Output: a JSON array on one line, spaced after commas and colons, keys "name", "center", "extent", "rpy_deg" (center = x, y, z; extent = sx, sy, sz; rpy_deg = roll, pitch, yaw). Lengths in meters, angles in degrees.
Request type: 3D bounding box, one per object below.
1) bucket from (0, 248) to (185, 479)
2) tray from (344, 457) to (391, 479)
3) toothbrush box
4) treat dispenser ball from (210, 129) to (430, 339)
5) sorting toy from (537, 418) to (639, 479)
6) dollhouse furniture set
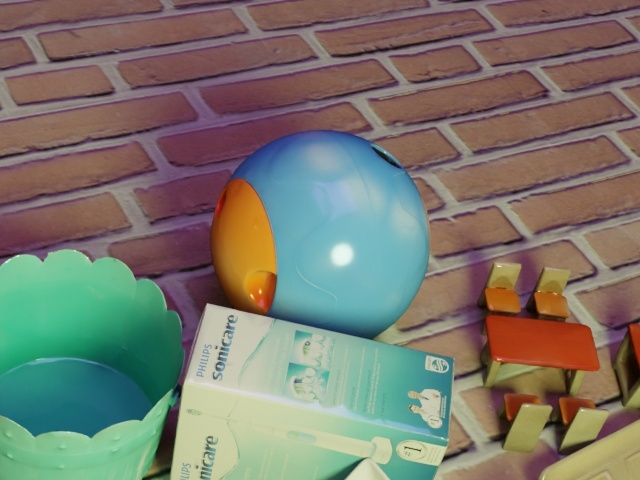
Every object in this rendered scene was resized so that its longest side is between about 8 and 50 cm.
[{"name": "bucket", "center": [-0.297, 0.166, 1.350], "extent": [0.281, 0.183, 0.281], "rpy_deg": [8, 44, -7]}, {"name": "tray", "center": [0.091, 0.372, 1.220], "extent": [0.270, 0.145, 0.030], "rpy_deg": [46, 9, 29]}, {"name": "toothbrush box", "center": [-0.015, 0.216, 1.347], "extent": [0.295, 0.216, 0.126], "rpy_deg": [11, 43, -1]}, {"name": "treat dispenser ball", "center": [0.000, 0.000, 1.519], "extent": [0.288, 0.288, 0.288], "rpy_deg": [7, 43, -7]}, {"name": "sorting toy", "center": [0.370, 0.362, 1.427], "extent": [0.307, 0.041, 0.229], "rpy_deg": [-19, 56, -29]}, {"name": "dollhouse furniture set", "center": [0.349, 0.144, 1.571], "extent": [0.259, 0.135, 0.262], "rpy_deg": [6, 44, -8]}]
